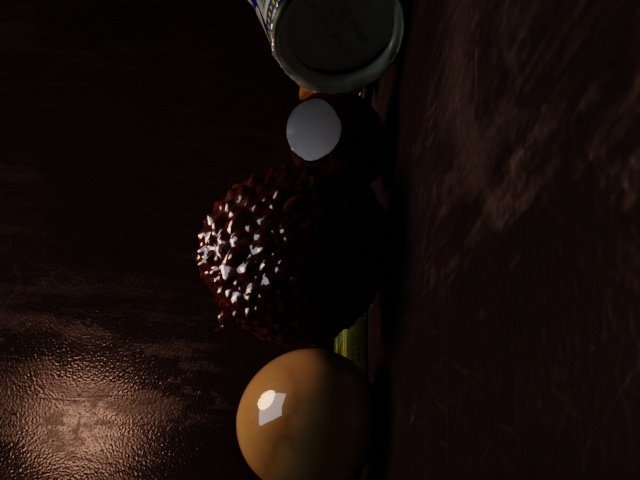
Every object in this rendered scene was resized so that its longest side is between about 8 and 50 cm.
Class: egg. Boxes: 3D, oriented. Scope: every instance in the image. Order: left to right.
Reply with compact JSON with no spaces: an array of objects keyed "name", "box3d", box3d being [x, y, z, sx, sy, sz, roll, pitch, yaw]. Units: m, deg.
[{"name":"egg","box3d":[-0.017,0.253,1.115,0.244,0.201,0.201,115,160,-58]}]

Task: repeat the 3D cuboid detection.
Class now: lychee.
[{"name":"lychee","box3d":[-0.042,0.023,1.094,0.300,0.264,0.264,-39,20,15]}]

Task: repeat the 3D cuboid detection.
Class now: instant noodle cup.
[{"name":"instant noodle cup","box3d":[0.007,-0.388,1.195,0.312,0.284,0.284,-101,14,-49]}]

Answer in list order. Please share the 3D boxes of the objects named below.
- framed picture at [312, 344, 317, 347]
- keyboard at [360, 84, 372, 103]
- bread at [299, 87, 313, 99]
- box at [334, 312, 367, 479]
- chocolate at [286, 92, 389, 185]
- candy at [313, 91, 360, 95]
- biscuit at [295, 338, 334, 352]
[{"name":"framed picture","box3d":[-0.006,0.020,1.572,0.265,0.016,0.347,21,95,68]},{"name":"keyboard","box3d":[0.084,-0.353,1.619,0.317,0.027,0.106,-92,10,-60]},{"name":"bread","box3d":[0.019,-0.503,2.014,0.167,0.132,0.294,136,139,-84]},{"name":"box","box3d":[0.050,0.239,1.345,0.173,0.043,0.311,99,174,-56]},{"name":"chocolate","box3d":[0.036,-0.150,1.205,0.177,0.177,0.176,-176,90,-87]},{"name":"candy","box3d":[0.060,-0.416,1.485,0.124,0.124,0.365,99,-172,-59]},{"name":"biscuit","box3d":[0.005,0.232,1.575,0.073,0.107,0.388,103,171,-48]}]
